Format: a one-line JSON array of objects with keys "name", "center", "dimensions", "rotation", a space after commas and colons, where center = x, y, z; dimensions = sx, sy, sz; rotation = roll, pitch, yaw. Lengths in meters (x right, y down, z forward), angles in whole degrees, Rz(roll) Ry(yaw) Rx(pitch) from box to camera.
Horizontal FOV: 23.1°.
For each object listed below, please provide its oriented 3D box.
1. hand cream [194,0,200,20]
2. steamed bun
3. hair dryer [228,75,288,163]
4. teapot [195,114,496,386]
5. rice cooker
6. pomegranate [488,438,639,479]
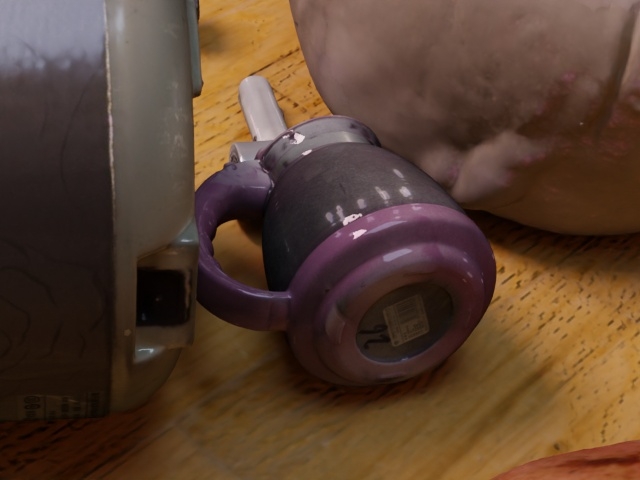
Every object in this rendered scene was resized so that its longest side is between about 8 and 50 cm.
[{"name": "hand cream", "center": [-0.218, -0.149, 1.023], "dimensions": [0.276, 0.059, 0.095], "rotation": [-6, 44, -8]}, {"name": "steamed bun", "center": [0.124, -0.152, 0.932], "dimensions": [0.383, 0.247, 0.236], "rotation": [30, 53, 11]}, {"name": "hair dryer", "center": [-0.022, -0.063, 0.964], "dimensions": [0.082, 0.047, 0.137], "rotation": [-4, 36, -14]}, {"name": "teapot", "center": [0.005, 0.005, 0.843], "dimensions": [0.148, 0.116, 0.146], "rotation": [-28, 45, -1]}, {"name": "rice cooker", "center": [-0.202, -0.042, 0.745], "dimensions": [0.277, 0.288, 0.288], "rotation": [-3, 43, -11]}, {"name": "pomegranate", "center": [0.130, 0.215, 0.501], "dimensions": [0.322, 0.322, 0.322], "rotation": [4, 42, -4]}]
